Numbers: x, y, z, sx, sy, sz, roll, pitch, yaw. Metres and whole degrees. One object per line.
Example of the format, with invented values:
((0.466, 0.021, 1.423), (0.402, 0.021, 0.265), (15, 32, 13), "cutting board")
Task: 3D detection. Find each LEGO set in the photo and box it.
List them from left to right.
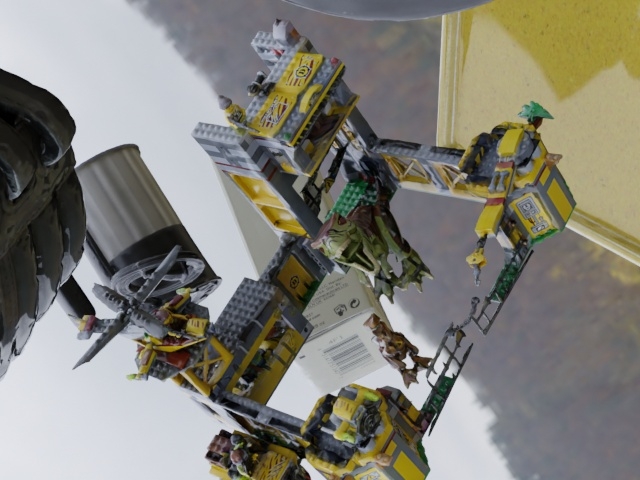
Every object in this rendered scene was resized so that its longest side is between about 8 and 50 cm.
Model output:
((0.000, 0.000, 0.927), (0.255, 0.331, 0.192), (24, 161, 44), "LEGO set")

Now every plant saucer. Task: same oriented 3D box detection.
((0.205, -0.132, 1.083), (0.332, 0.081, 0.333), (33, 138, 37), "plant saucer")

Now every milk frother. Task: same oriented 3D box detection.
((-0.146, -0.008, 1.084), (0.129, 0.143, 0.135), (-25, -102, -45), "milk frother")

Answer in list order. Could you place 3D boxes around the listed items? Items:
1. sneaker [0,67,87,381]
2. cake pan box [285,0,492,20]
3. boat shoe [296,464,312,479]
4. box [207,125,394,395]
((-0.127, -0.013, 0.355), (0.104, 0.147, 0.296), (21, 153, 1), "sneaker")
((0.026, -0.219, 0.511), (0.070, 0.245, 0.267), (-77, -9, -67), "cake pan box")
((-0.025, 0.181, 1.027), (0.133, 0.042, 0.049), (12, 122, 61), "boat shoe")
((-0.020, 0.005, 1.352), (0.275, 0.094, 0.113), (67, -175, 35), "box")
